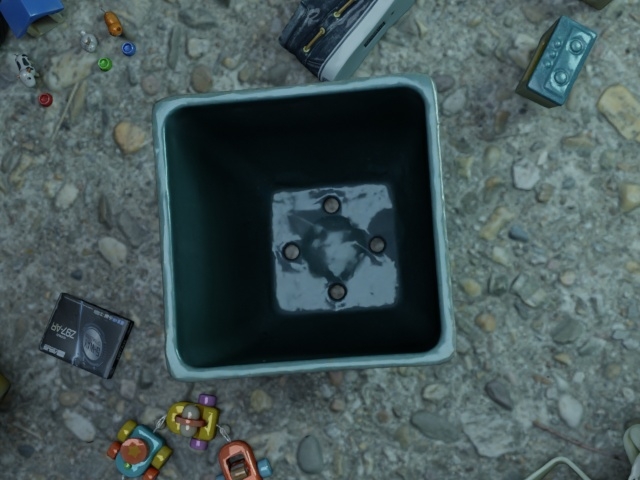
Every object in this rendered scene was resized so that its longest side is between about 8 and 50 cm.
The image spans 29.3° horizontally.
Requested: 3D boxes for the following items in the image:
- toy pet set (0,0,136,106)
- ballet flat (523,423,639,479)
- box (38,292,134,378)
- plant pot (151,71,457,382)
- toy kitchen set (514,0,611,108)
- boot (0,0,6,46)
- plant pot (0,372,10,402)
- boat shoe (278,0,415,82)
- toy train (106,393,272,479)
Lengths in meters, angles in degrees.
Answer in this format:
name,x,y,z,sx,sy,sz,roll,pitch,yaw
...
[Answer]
name,x,y,z,sx,sy,sz,roll,pitch,yaw
toy pet set,-0.281,-0.223,1.302,0.122,0.065,0.114,-32,82,4
ballet flat,0.286,0.249,1.167,0.400,0.139,0.139,-28,82,5
box,-0.248,0.101,1.295,0.083,0.018,0.067,23,88,9
plant pot,0.000,0.000,1.153,0.247,0.252,0.247,-5,84,8
toy kitchen set,0.182,-0.250,1.193,0.207,0.122,0.166,28,85,-1
boot,-0.463,-0.352,1.318,0.222,0.118,0.338,-3,81,13
plant pot,-0.455,0.147,1.218,0.239,0.254,0.254,35,91,-6
boat shoe,0.038,-0.250,1.262,0.083,0.065,0.183,40,89,13
toy train,-0.141,0.227,1.257,0.166,0.046,0.125,-17,83,6
